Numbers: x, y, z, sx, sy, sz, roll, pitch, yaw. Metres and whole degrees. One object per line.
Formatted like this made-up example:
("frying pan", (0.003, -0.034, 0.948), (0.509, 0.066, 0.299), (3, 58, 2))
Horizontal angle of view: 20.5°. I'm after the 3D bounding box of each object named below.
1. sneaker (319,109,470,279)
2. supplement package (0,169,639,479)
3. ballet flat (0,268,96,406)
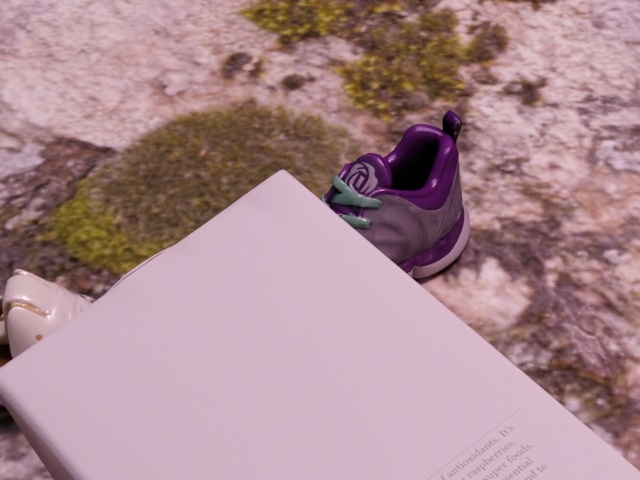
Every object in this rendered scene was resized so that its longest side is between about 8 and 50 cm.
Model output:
("sneaker", (0.000, 0.000, 1.050), (0.083, 0.098, 0.224), (30, 49, 32))
("supplement package", (0.018, 0.140, 0.800), (0.177, 0.175, 0.293), (-36, 49, -15))
("ballet flat", (-0.196, 0.052, 1.008), (0.221, 0.079, 0.077), (0, 39, 2))
